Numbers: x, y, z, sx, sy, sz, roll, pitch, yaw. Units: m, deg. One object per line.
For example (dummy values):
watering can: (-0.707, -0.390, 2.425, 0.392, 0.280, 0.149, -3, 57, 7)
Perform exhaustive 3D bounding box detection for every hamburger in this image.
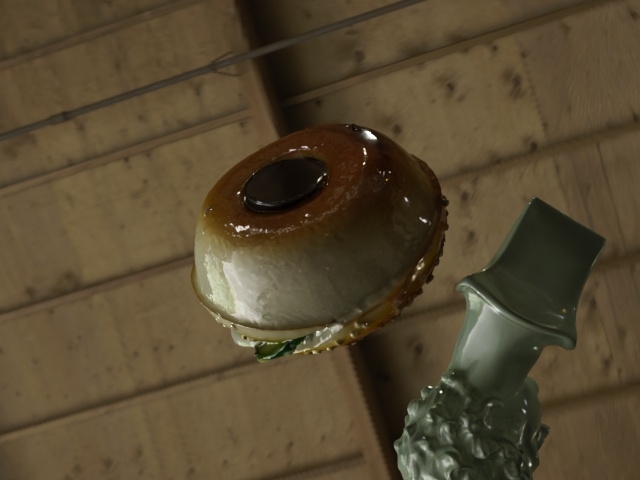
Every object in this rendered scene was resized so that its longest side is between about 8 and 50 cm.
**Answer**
hamburger: (0.000, -0.003, 1.215, 0.237, 0.237, 0.147, -15, -54, 14)

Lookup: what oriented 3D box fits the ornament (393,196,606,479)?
ornament: (0.149, 0.102, 1.212, 0.130, 0.120, 0.285, 16, -94, 3)
